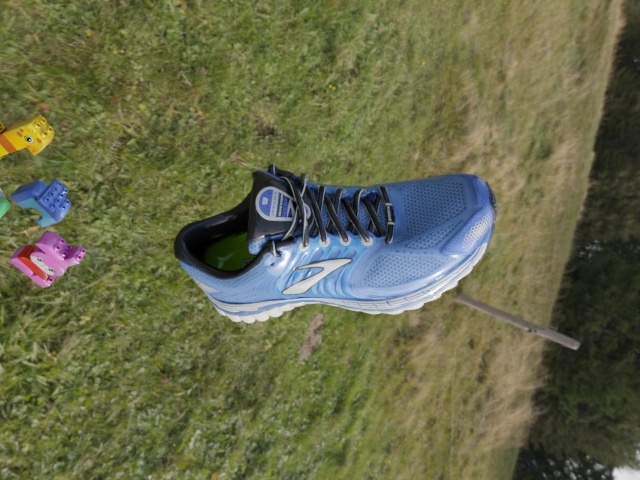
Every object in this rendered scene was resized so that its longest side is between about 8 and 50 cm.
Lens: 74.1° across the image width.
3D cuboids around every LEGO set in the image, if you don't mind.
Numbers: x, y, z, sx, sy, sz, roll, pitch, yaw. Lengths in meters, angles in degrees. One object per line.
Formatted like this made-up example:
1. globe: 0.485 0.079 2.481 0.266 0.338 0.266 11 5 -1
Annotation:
1. LEGO set: -0.301 -0.067 0.417 0.087 0.093 0.227 -88 159 -47

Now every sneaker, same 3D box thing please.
1. sneaker: 0.000 0.000 0.415 0.147 0.329 0.130 51 29 -53

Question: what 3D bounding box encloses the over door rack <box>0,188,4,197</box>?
1. over door rack: -0.675 -0.163 0.625 0.239 0.108 0.325 -22 130 -23
